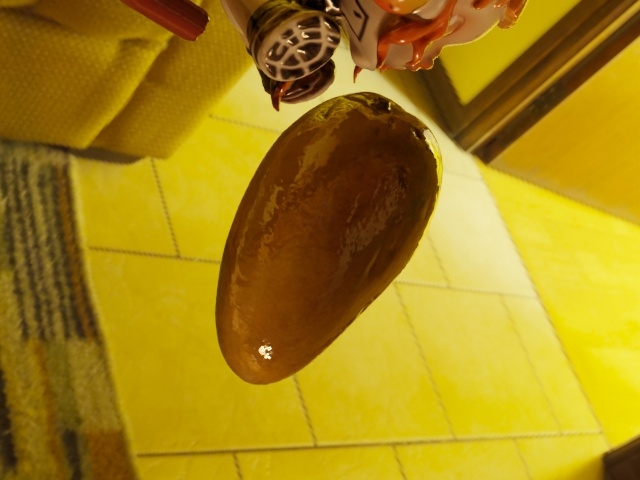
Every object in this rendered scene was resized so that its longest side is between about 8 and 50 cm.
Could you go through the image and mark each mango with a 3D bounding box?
[{"bbox_3d":[0.000,0.000,1.347,0.220,0.445,0.301,32,1,30],"label":"mango"}]

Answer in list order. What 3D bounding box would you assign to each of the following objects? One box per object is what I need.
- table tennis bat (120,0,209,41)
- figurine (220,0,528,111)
[{"bbox_3d":[-0.307,-0.359,1.191,0.414,0.268,0.051,24,80,-44],"label":"table tennis bat"},{"bbox_3d":[0.069,-0.258,0.931,0.196,0.323,0.320,64,-2,-4],"label":"figurine"}]
